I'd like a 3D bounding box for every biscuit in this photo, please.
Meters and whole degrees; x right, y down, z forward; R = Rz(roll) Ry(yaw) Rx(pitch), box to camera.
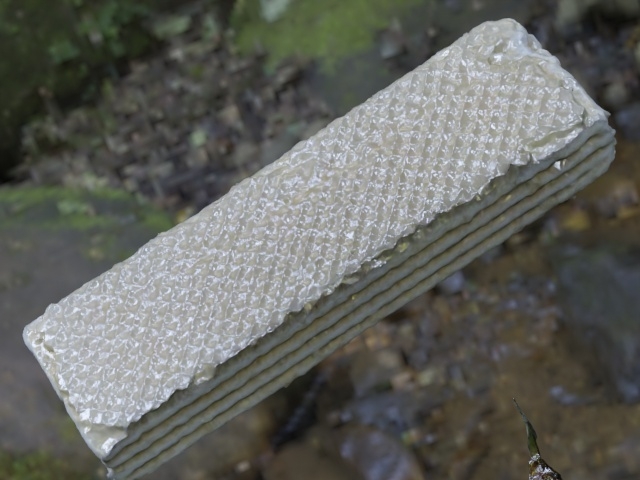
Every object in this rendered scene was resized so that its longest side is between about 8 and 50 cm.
[{"bbox_3d":[0.000,0.000,1.268,0.426,0.078,0.144,-32,55,-6],"label":"biscuit"}]

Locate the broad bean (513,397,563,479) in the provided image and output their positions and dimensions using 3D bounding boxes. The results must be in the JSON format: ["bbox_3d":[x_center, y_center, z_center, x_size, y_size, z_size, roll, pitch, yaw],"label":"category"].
[{"bbox_3d":[0.206,0.171,0.912,0.056,0.098,0.318,-38,32,-23],"label":"broad bean"}]
